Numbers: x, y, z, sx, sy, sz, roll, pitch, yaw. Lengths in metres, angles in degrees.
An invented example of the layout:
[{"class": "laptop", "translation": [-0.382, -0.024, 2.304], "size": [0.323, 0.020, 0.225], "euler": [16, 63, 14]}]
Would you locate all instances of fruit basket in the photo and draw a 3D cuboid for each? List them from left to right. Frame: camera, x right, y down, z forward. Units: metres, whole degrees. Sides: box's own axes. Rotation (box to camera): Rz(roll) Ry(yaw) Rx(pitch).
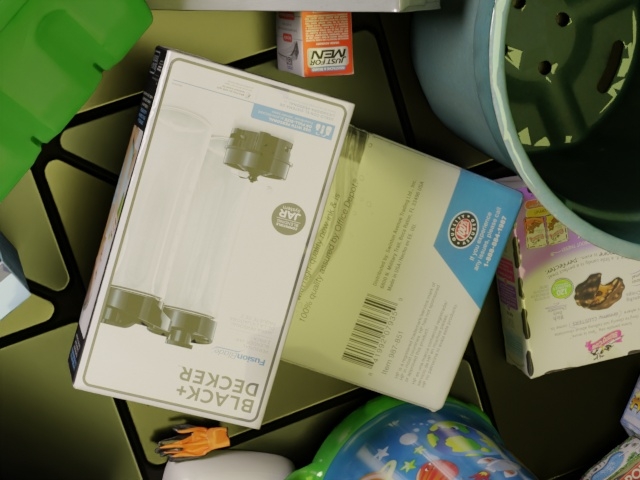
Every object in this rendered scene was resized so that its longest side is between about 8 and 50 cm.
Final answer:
[{"class": "fruit basket", "translation": [-0.352, -0.183, 1.092], "size": [0.392, 0.283, 0.392], "euler": [-22, 130, -28]}]

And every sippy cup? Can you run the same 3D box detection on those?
[{"class": "sippy cup", "translation": [0.127, 0.283, 1.364], "size": [0.305, 0.224, 0.240], "euler": [-29, 110, -16]}]

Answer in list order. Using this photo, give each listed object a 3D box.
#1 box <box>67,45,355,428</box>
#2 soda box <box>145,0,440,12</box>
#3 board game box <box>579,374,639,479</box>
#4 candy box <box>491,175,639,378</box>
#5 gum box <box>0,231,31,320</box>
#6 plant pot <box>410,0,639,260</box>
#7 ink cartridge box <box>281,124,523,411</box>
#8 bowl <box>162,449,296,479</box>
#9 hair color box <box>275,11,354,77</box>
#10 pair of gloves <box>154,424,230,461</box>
[{"class": "box", "translation": [-0.094, -0.002, 1.201], "size": [0.169, 0.087, 0.290], "euler": [16, 96, -16]}, {"class": "soda box", "translation": [-0.043, -0.245, 1.217], "size": [0.286, 0.091, 0.098], "euler": [6, 103, 26]}, {"class": "board game box", "translation": [0.365, 0.245, 1.521], "size": [0.194, 0.060, 0.194], "euler": [-36, 106, -6]}, {"class": "candy box", "translation": [0.264, 0.024, 1.446], "size": [0.165, 0.070, 0.196], "euler": [-11, 102, -13]}, {"class": "gum box", "translation": [-0.328, 0.063, 1.233], "size": [0.157, 0.184, 0.041], "euler": [-40, 108, -5]}, {"class": "plant pot", "translation": [0.249, -0.176, 1.267], "size": [0.341, 0.334, 0.341], "euler": [-3, 100, -14]}, {"class": "ink cartridge box", "translation": [0.000, 0.000, 1.339], "size": [0.307, 0.129, 0.223], "euler": [20, 95, -17]}, {"class": "bowl", "translation": [-0.089, 0.283, 1.410], "size": [0.142, 0.053, 0.142], "euler": [5, 100, -17]}, {"class": "hair color box", "translation": [-0.008, -0.238, 1.311], "size": [0.053, 0.093, 0.167], "euler": [-5, 102, -16]}, {"class": "pair of gloves", "translation": [-0.130, 0.172, 1.390], "size": [0.074, 0.010, 0.083], "euler": [-10, 87, -10]}]
